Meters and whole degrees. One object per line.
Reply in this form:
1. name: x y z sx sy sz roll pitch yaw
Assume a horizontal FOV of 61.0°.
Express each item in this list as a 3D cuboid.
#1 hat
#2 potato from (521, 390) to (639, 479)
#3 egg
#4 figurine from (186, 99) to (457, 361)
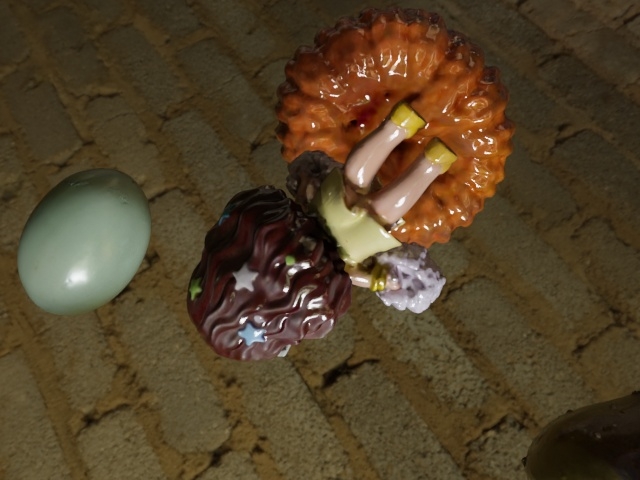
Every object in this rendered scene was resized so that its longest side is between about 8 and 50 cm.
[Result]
1. hat: 0.097 -0.178 0.739 0.400 0.285 0.285 -79 -33 -62
2. potato: 0.413 0.284 0.659 0.173 0.308 0.210 50 -164 -52
3. egg: -0.420 0.002 0.976 0.203 0.282 0.203 29 -175 -3
4. figurine: -0.002 0.001 0.426 0.174 0.240 0.116 53 -171 19
